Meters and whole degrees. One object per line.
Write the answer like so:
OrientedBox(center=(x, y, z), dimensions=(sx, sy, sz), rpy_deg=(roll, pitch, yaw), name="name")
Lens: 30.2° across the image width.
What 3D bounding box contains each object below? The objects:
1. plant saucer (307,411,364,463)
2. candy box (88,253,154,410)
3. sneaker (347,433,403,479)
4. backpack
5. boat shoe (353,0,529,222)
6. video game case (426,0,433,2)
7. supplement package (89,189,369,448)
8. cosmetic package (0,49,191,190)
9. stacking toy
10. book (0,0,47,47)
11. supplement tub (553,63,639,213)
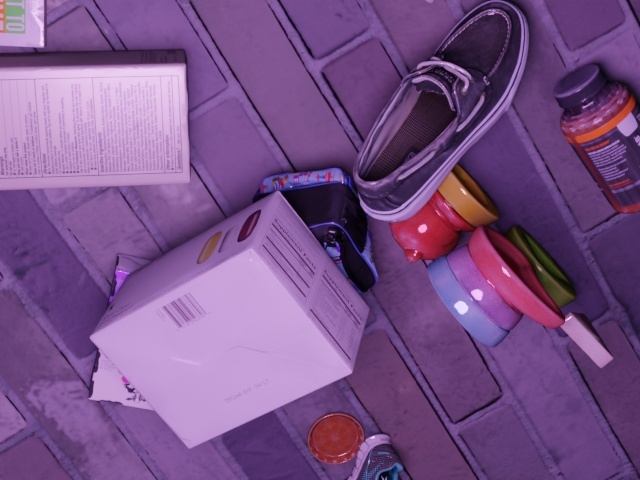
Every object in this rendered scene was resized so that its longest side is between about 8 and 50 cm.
OrientedBox(center=(0.022, 0.290, 1.743), dimensions=(0.084, 0.013, 0.083), rpy_deg=(-2, 109, -6), name="plant saucer")
OrientedBox(center=(-0.218, 0.134, 1.627), dimensions=(0.165, 0.070, 0.196), rpy_deg=(12, 107, -11), name="candy box")
OrientedBox(center=(0.075, 0.370, 1.738), dimensions=(0.065, 0.076, 0.166), rpy_deg=(4, 112, -30), name="sneaker")
OrientedBox(center=(0.000, 0.000, 1.575), dimensions=(0.158, 0.116, 0.173), rpy_deg=(-8, 144, 26), name="backpack")
OrientedBox(center=(0.158, -0.174, 1.488), dimensions=(0.121, 0.119, 0.335), rpy_deg=(28, 80, 21), name="boat shoe")
OrientedBox(center=(0.126, -0.407, 1.452), dimensions=(0.201, 0.023, 0.183), rpy_deg=(18, 110, -49), name="video game case")
OrientedBox(center=(-0.109, 0.101, 1.472), dimensions=(0.262, 0.145, 0.204), rpy_deg=(-28, 111, 26), name="supplement package")
OrientedBox(center=(-0.320, -0.153, 1.493), dimensions=(0.310, 0.113, 0.160), rpy_deg=(-1, 109, -6), name="cosmetic package")
OrientedBox(center=(0.222, 0.058, 1.556), dimensions=(0.130, 0.309, 0.279), rpy_deg=(-42, 119, 16), name="stacking toy")
OrientedBox(center=(-0.416, -0.293, 1.477), dimensions=(0.144, 0.035, 0.096), rpy_deg=(1, 105, -6), name="book")
OrientedBox(center=(0.393, -0.138, 1.591), dimensions=(0.106, 0.106, 0.198), rpy_deg=(-36, 110, 6), name="supplement tub")
